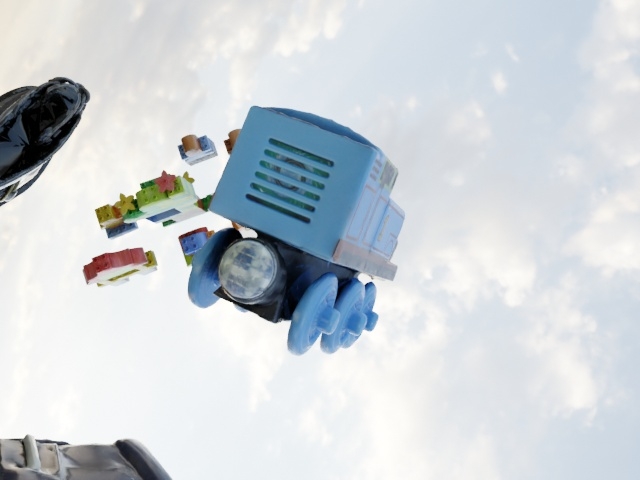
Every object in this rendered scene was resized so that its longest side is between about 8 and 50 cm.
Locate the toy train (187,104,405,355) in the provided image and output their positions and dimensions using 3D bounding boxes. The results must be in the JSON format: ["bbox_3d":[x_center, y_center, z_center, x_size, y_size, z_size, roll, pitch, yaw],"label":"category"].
[{"bbox_3d":[0.000,0.000,0.404,0.105,0.080,0.184,-66,164,1],"label":"toy train"}]

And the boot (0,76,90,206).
[{"bbox_3d":[-0.281,-0.093,0.723,0.229,0.091,0.263,-22,-149,41],"label":"boot"}]

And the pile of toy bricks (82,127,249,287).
[{"bbox_3d":[-0.136,-0.037,0.718,0.212,0.105,0.118,-21,-100,5],"label":"pile of toy bricks"}]

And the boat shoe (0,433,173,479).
[{"bbox_3d":[-0.099,0.177,0.295,0.340,0.158,0.127,39,-62,55],"label":"boat shoe"}]
